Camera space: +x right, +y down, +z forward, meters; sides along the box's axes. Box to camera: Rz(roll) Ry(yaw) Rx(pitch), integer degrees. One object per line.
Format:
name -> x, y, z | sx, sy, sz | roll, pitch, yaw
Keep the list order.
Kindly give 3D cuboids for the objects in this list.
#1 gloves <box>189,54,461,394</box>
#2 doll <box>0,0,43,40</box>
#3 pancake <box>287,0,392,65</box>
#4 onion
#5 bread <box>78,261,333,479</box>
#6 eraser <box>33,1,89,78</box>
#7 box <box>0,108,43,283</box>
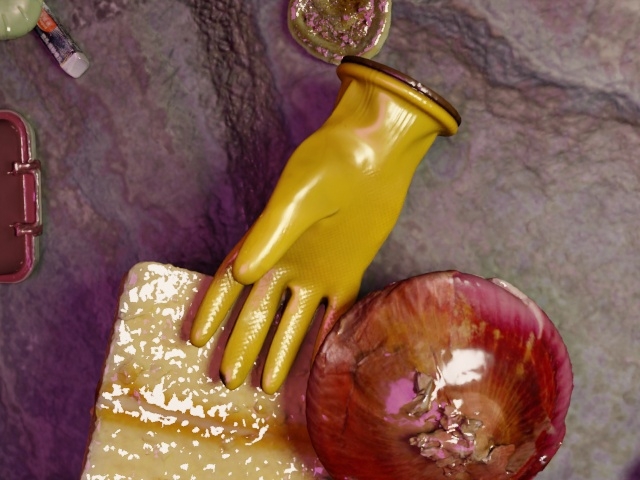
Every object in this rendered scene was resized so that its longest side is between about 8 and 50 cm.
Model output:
gloves -> 0.001, 0.001, 0.795 | 0.133, 0.116, 0.294 | 29, 87, -13
doll -> -0.431, -0.284, 0.903 | 0.216, 0.284, 0.268 | -42, 70, 55
pancake -> 0.016, -0.212, 0.863 | 0.108, 0.017, 0.108 | 1, 93, 17
onion -> 0.108, 0.139, 0.767 | 0.230, 0.163, 0.229 | -3, 101, -14
bread -> -0.098, 0.169, 0.892 | 0.236, 0.198, 0.263 | 13, 85, -13
eraser -> -0.278, -0.213, 0.967 | 0.027, 0.019, 0.099 | -40, 81, 19
box -> -0.457, -0.045, 0.974 | 0.294, 0.167, 0.193 | 2, 95, 19
